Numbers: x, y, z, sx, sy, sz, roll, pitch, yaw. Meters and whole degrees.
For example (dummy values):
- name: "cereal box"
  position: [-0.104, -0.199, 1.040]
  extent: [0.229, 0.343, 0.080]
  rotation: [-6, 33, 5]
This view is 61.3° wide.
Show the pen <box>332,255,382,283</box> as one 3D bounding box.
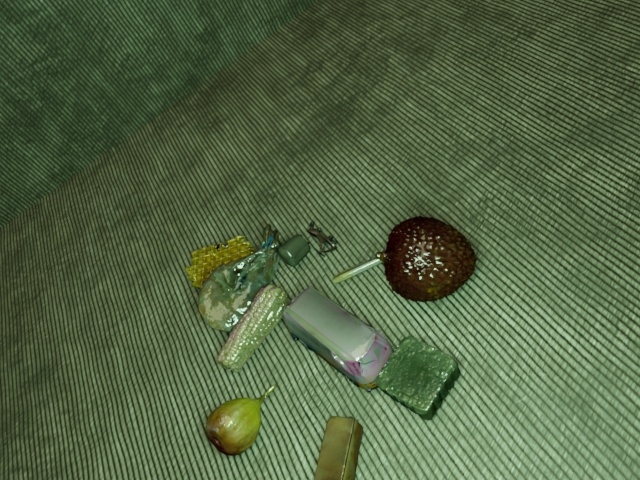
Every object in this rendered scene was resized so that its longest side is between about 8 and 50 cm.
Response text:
- name: "pen"
  position: [0.147, 0.090, 1.873]
  extent: [0.233, 0.032, 0.040]
  rotation: [-26, 23, 6]

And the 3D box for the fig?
- name: "fig"
  position: [-0.231, 0.534, 1.671]
  extent: [0.159, 0.159, 0.257]
  rotation: [25, 52, 40]

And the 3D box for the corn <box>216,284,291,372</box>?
- name: "corn"
  position: [-0.232, 0.297, 1.853]
  extent: [0.126, 0.127, 0.335]
  rotation: [26, 71, 40]

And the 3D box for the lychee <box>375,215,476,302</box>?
- name: "lychee"
  position: [0.318, 0.061, 1.641]
  extent: [0.304, 0.276, 0.276]
  rotation: [2, 52, -1]

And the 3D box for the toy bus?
- name: "toy bus"
  position: [0.051, 0.298, 1.670]
  extent: [0.386, 0.162, 0.171]
  rotation: [30, 71, 40]

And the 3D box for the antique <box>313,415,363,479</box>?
- name: "antique"
  position: [0.042, 0.637, 1.452]
  extent: [0.087, 0.093, 0.310]
  rotation: [-3, 54, 27]

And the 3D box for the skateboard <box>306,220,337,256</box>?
- name: "skateboard"
  position: [0.000, 0.000, 2.007]
  extent: [0.080, 0.067, 0.151]
  rotation: [-49, 51, -1]

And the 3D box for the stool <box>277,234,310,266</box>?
- name: "stool"
  position: [-0.096, 0.036, 2.004]
  extent: [0.110, 0.096, 0.096]
  rotation: [-43, 46, -17]

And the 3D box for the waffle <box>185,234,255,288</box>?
- name: "waffle"
  position: [-0.393, 0.090, 2.144]
  extent: [0.309, 0.065, 0.283]
  rotation: [27, 72, 36]

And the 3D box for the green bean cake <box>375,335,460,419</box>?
- name: "green bean cake"
  position: [0.274, 0.383, 1.520]
  extent: [0.185, 0.094, 0.183]
  rotation: [25, 70, 35]

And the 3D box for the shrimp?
- name: "shrimp"
  position: [-0.283, 0.133, 1.990]
  extent: [0.221, 0.110, 0.446]
  rotation: [28, 63, 8]
